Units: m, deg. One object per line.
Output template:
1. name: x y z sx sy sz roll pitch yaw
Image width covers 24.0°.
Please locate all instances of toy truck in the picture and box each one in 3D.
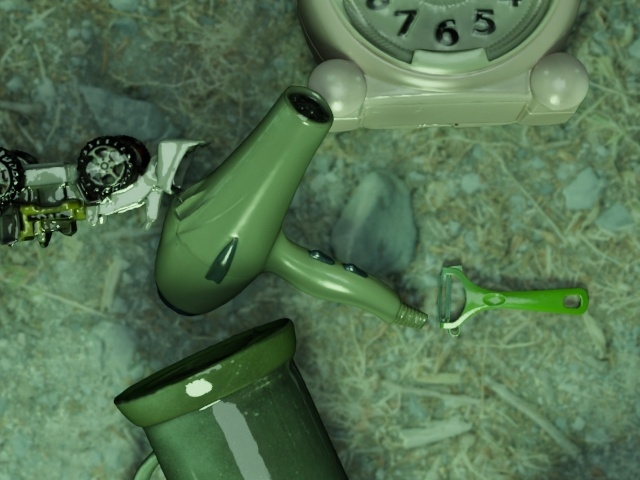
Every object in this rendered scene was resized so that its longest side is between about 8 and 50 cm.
1. toy truck: -0.254 -0.053 1.573 0.286 0.136 0.111 -8 93 2

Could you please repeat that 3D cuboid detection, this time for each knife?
1. knife: 0.212 0.068 1.644 0.166 0.022 0.078 2 96 -1

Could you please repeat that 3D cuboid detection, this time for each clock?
1. clock: 0.122 -0.282 1.564 0.342 0.184 0.325 -2 86 -7

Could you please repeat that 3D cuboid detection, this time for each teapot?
1. teapot: -0.078 0.281 1.565 0.270 0.200 0.337 -23 93 25

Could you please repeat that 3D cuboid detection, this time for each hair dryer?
1. hair dryer: -0.014 -0.028 1.537 0.298 0.119 0.296 6 134 -6
